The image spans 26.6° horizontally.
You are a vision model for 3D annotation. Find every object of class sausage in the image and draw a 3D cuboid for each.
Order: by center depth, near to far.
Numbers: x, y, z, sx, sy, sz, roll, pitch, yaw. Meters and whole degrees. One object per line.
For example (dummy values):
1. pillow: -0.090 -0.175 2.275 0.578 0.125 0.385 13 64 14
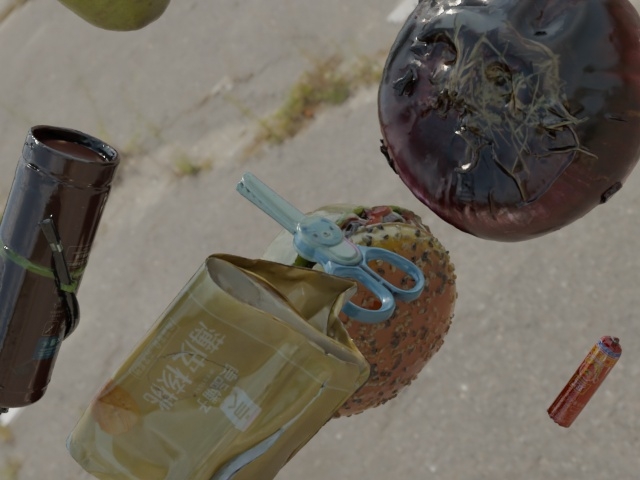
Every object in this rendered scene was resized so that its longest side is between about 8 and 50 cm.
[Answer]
1. sausage: 0.308 0.159 1.559 0.129 0.034 0.034 -60 16 28

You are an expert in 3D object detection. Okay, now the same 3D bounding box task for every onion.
1. onion: 0.208 -0.149 1.433 0.313 0.232 0.314 -3 85 31

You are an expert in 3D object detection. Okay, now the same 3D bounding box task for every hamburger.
1. hamburger: 0.044 0.090 1.762 0.300 0.300 0.176 -51 43 -7

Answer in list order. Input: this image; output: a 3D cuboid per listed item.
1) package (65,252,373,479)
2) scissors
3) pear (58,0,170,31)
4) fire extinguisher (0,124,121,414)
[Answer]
1. package: -0.095 0.180 1.430 0.311 0.221 0.165 -49 49 30
2. scissors: 0.000 0.000 1.562 0.125 0.256 0.030 -28 -31 -44
3. pear: -0.290 -0.437 1.791 0.269 0.321 0.269 -8 17 2
4. fire extinguisher: -0.292 0.063 1.351 0.141 0.105 0.341 -75 5 -74
